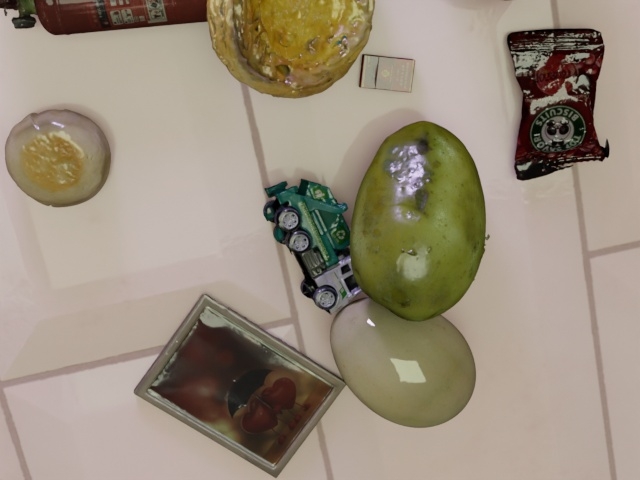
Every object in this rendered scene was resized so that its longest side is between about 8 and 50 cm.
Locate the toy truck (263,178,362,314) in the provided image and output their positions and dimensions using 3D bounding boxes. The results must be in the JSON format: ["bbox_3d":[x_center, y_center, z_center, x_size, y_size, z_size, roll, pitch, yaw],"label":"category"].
[{"bbox_3d":[0.000,0.000,1.467,0.116,0.110,0.216,-28,105,-9],"label":"toy truck"}]

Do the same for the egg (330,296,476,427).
[{"bbox_3d":[0.129,0.189,1.485,0.253,0.188,0.188,36,99,-4],"label":"egg"}]

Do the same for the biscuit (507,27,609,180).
[{"bbox_3d":[0.376,-0.215,1.468,0.151,0.063,0.235,-4,110,7],"label":"biscuit"}]

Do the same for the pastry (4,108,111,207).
[{"bbox_3d":[-0.395,-0.122,1.404,0.156,0.092,0.156,0,111,0],"label":"pastry"}]

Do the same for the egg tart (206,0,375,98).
[{"bbox_3d":[-0.049,-0.349,1.355,0.290,0.107,0.291,-8,105,-32],"label":"egg tart"}]

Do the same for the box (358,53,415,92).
[{"bbox_3d":[0.103,-0.260,1.449,0.082,0.023,0.052,5,103,-7],"label":"box"}]

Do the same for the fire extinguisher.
[{"bbox_3d":[-0.317,-0.352,1.320,0.337,0.147,0.107,-7,92,-5],"label":"fire extinguisher"}]

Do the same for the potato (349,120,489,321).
[{"bbox_3d":[0.146,-0.028,1.402,0.215,0.216,0.304,3,72,-6],"label":"potato"}]

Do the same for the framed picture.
[{"bbox_3d":[-0.133,0.245,1.562,0.289,0.020,0.211,34,99,-12],"label":"framed picture"}]
